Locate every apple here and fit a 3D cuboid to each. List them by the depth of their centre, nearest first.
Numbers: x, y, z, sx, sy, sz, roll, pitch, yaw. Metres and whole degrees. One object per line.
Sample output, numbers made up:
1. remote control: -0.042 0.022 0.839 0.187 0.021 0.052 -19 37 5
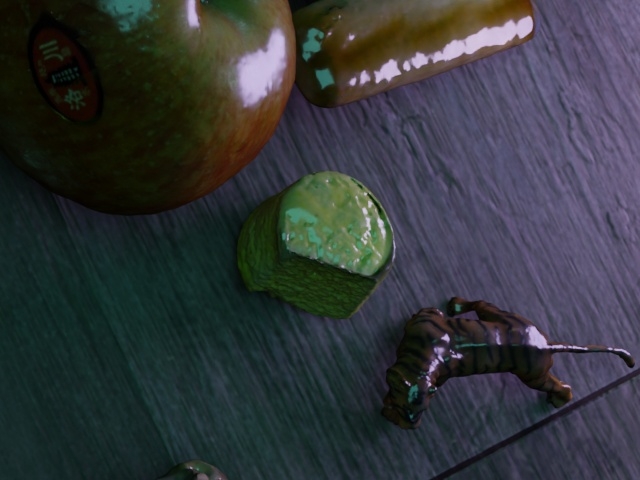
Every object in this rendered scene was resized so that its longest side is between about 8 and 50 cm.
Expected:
1. apple: -0.149 -0.175 1.372 0.277 0.250 0.309 -53 137 -32

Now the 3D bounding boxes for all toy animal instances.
1. toy animal: 0.166 0.099 1.513 0.255 0.116 0.114 -5 84 -17

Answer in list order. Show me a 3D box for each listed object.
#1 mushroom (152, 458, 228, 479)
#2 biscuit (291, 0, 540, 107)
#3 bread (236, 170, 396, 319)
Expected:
1. mushroom: -0.082 0.330 1.263 0.224 0.397 0.313 -24 91 -16
2. biscuit: 0.055 -0.252 1.536 0.291 0.062 0.237 -24 86 -37
3. bread: 0.000 0.000 1.487 0.129 0.114 0.111 13 71 -16
